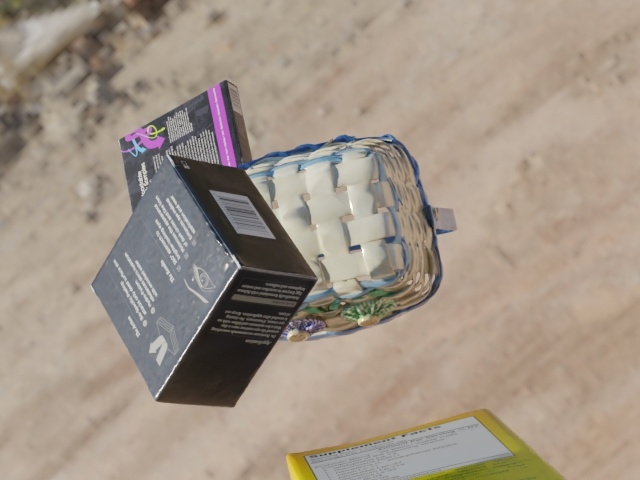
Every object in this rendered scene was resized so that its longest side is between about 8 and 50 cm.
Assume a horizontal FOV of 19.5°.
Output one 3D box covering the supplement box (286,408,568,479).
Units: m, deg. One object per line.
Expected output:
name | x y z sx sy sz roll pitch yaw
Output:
supplement box | 0.103 0.281 1.509 0.194 0.195 0.356 -12 8 -6

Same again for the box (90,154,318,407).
box | -0.105 0.036 1.632 0.158 0.093 0.156 -56 46 25

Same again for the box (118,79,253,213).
box | -0.156 -0.098 2.141 0.162 0.029 0.116 -26 60 24

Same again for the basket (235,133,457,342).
basket | 0.000 0.000 1.919 0.255 0.201 0.289 -13 0 11
